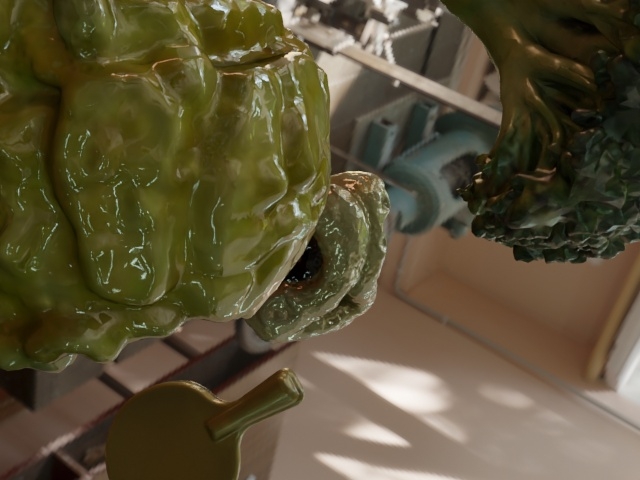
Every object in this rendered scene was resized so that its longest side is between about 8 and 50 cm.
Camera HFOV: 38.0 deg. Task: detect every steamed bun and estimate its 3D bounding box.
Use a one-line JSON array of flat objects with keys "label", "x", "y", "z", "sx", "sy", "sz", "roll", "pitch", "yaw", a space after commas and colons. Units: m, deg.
[{"label": "steamed bun", "x": 0.000, "y": 0.000, "z": 0.912, "sx": 0.172, "sy": 0.141, "sz": 0.155, "roll": -10, "pitch": 148, "yaw": -45}]

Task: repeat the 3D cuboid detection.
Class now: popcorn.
[{"label": "popcorn", "x": -0.116, "y": -0.041, "z": 0.486, "sx": 0.249, "sy": 0.249, "sz": 0.225, "roll": -8, "pitch": 109, "yaw": -61}]

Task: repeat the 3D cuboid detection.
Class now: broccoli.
[{"label": "broccoli", "x": 0.239, "y": -0.136, "z": 0.712, "sx": 0.324, "sy": 0.272, "sz": 0.334, "roll": -23, "pitch": -172, "yaw": 44}]

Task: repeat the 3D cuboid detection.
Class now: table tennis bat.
[{"label": "table tennis bat", "x": -0.161, "y": 0.270, "z": 1.279, "sx": 0.321, "sy": 0.198, "sz": 0.050, "roll": -32, "pitch": 165, "yaw": 14}]
